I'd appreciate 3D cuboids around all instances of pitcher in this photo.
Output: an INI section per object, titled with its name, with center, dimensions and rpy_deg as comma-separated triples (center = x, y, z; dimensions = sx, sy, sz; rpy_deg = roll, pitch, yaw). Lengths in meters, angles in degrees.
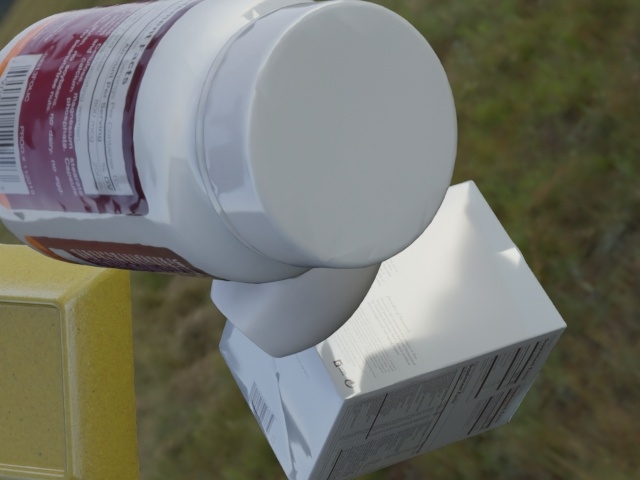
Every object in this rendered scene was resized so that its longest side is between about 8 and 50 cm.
[pitcher]
center = 0.000, 0.000, 1.505
dimensions = 0.207, 0.125, 0.178
rpy_deg = -47, -5, 4

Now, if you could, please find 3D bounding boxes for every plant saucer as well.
[plant saucer]
center = -0.397, 0.174, 2.224
dimensions = 0.081, 0.333, 0.333
rpy_deg = -23, -67, -65

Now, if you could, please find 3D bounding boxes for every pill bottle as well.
[pill bottle]
center = -0.090, -0.082, 1.369
dimensions = 0.392, 0.224, 0.224
rpy_deg = 4, 57, 53

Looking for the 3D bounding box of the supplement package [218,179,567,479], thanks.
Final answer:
[supplement package]
center = 0.068, 0.099, 1.797
dimensions = 0.263, 0.199, 0.198
rpy_deg = -16, -31, -26
